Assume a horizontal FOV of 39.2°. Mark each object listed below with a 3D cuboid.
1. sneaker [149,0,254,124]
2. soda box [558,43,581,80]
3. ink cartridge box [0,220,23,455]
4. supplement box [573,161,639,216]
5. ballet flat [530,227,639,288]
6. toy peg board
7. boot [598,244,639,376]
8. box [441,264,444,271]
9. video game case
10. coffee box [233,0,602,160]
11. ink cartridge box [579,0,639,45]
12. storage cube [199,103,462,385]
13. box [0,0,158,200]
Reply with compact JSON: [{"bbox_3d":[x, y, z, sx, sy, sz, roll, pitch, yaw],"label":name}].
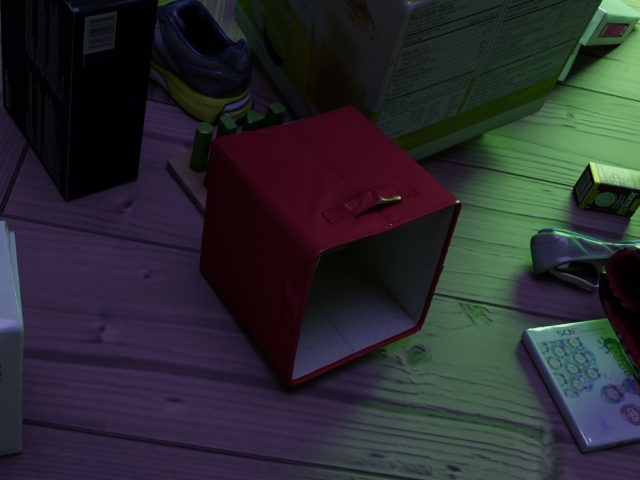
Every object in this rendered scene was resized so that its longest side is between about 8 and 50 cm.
[{"bbox_3d":[-0.206,-0.279,1.195,0.300,0.121,0.111,31,46,12],"label":"sneaker"},{"bbox_3d":[0.299,-0.328,1.429,0.216,0.069,0.074,21,25,2],"label":"soda box"},{"bbox_3d":[-0.387,0.100,0.725,0.278,0.201,0.117,-6,51,-23],"label":"ink cartridge box"},{"bbox_3d":[0.402,-0.070,1.244,0.083,0.055,0.043,8,48,-10],"label":"supplement box"},{"bbox_3d":[0.366,0.030,1.143,0.213,0.072,0.068,6,74,-11],"label":"ballet flat"},{"bbox_3d":[-0.075,-0.087,1.089,0.161,0.079,0.161,-21,57,-32],"label":"toy peg board"},{"bbox_3d":[0.455,-0.007,1.066,0.284,0.138,0.377,-16,89,-31],"label":"boot"},{"bbox_3d":[0.089,-0.008,1.104,0.081,0.028,0.136,-6,52,-22],"label":"box"},{"bbox_3d":[0.325,0.160,1.029,0.143,0.019,0.157,-5,50,-22],"label":"video game case"},{"bbox_3d":[0.118,-0.336,1.148,0.338,0.334,0.338,-23,65,-22],"label":"coffee box"},{"bbox_3d":[0.429,-0.399,1.508,0.175,0.069,0.371,37,28,17],"label":"ink cartridge box"},{"bbox_3d":[0.000,0.000,0.945,0.183,0.215,0.193,-19,50,-31],"label":"storage cube"},{"bbox_3d":[-0.277,-0.207,1.007,0.103,0.261,0.184,-23,59,-33],"label":"box"}]
